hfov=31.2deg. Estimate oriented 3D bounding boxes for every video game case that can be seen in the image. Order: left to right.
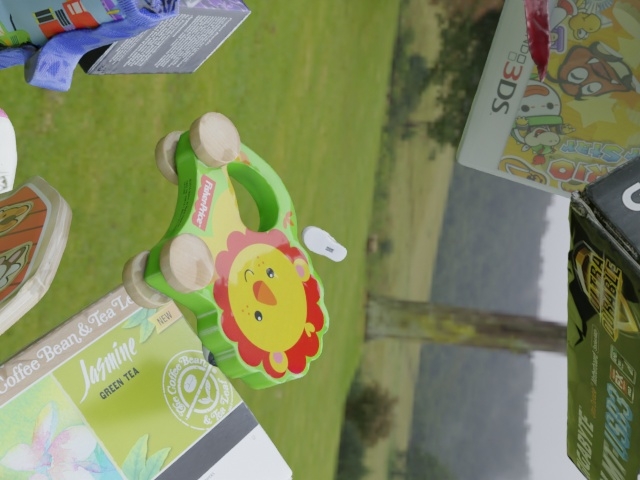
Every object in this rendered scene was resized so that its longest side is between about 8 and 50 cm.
[{"bbox_3d":[0.222,-0.100,0.753,0.026,0.227,0.206,-66,172,-46],"label":"video game case"}]

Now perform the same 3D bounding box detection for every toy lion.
[{"bbox_3d":[-0.032,0.009,0.488,0.096,0.034,0.100,34,50,-34],"label":"toy lion"}]

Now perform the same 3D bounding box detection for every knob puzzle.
[{"bbox_3d":[-0.200,0.027,0.571,0.030,0.213,0.213,53,25,-26],"label":"knob puzzle"}]

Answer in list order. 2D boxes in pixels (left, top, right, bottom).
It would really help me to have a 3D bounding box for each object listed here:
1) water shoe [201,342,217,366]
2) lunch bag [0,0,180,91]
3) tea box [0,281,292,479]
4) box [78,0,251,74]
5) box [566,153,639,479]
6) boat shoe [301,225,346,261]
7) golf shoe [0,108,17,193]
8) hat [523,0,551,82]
[{"bbox_3d":[-0.089,0.100,1.292,0.203,0.073,0.080,46,28,-71],"label":"water shoe"},{"bbox_3d":[-0.173,-0.242,0.718,0.138,0.221,0.293,1,90,-44],"label":"lunch bag"},{"bbox_3d":[-0.273,0.267,1.359,0.220,0.323,0.329,-33,-176,45],"label":"tea box"},{"bbox_3d":[-0.195,-0.263,1.196,0.153,0.108,0.207,52,25,8],"label":"box"},{"bbox_3d":[0.261,0.005,0.574,0.073,0.296,0.293,55,-8,33],"label":"box"},{"bbox_3d":[0.000,0.000,1.767,0.100,0.035,0.035,28,102,-45],"label":"boat shoe"},{"bbox_3d":[-0.469,-0.041,1.615,0.115,0.140,0.306,-19,141,-44],"label":"golf shoe"},{"bbox_3d":[0.143,-0.224,0.628,0.173,0.184,0.208,-62,-162,-11],"label":"hat"}]
